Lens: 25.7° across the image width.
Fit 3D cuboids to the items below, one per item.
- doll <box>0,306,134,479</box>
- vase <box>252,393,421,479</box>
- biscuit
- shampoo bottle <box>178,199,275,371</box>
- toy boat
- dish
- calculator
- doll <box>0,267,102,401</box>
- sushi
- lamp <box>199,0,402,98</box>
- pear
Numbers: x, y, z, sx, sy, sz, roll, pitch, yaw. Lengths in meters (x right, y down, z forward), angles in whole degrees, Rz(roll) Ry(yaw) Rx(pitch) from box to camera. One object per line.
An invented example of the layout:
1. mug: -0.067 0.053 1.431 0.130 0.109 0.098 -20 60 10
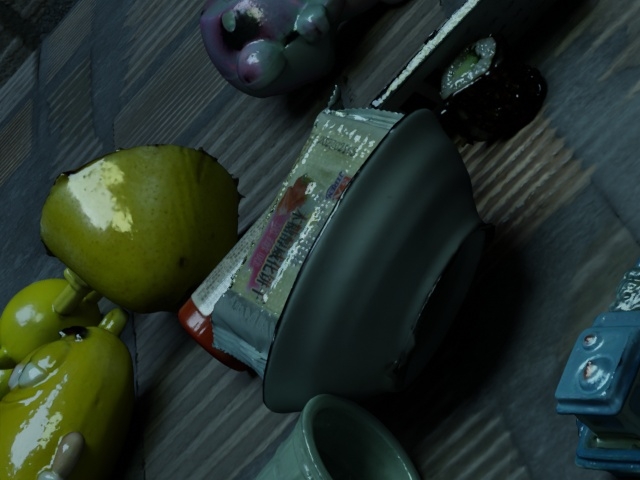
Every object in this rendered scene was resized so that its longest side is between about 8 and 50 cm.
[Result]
1. doll: -0.356 0.306 1.673 0.348 0.161 0.423 -46 23 34
2. vase: -0.059 0.278 1.221 0.299 0.143 0.143 -44 25 25
3. biscuit: 0.003 0.002 1.437 0.186 0.079 0.309 27 86 51
4. shampoo bottle: -0.033 0.013 1.570 0.278 0.104 0.104 -48 24 6
5. toy boat: 0.246 0.057 1.036 0.109 0.098 0.238 -7 48 53
6. dish: 0.072 0.042 1.260 0.316 0.106 0.316 -55 -17 -25
7. calculator: 0.165 -0.215 1.521 0.262 0.161 0.021 -46 69 13
8. doll: -0.400 0.155 1.999 0.363 0.145 0.199 -47 -16 31
9. sushi: 0.177 -0.156 1.465 0.094 0.084 0.098 -27 38 35
10. lamp: -0.039 -0.343 1.919 0.301 0.247 0.247 -43 27 1
11. pear: -0.205 0.013 1.732 0.267 0.267 0.178 -43 42 18
